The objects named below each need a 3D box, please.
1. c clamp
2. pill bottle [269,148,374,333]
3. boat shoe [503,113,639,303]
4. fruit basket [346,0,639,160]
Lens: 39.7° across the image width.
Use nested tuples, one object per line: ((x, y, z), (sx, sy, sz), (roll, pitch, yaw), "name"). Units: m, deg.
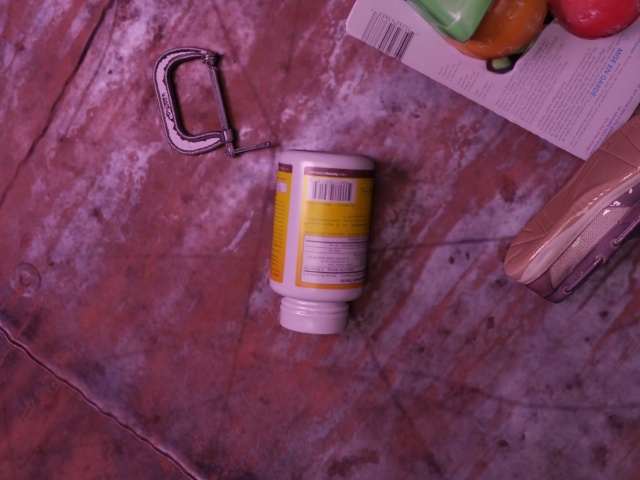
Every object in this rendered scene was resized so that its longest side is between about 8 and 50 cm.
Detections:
((-0.147, -0.178, 1.142), (0.137, 0.022, 0.160), (-17, 93, 20), "c clamp")
((0.000, 0.000, 1.073), (0.117, 0.117, 0.215), (7, 98, 13), "pill bottle")
((0.334, -0.041, 1.001), (0.092, 0.103, 0.285), (37, 109, -17), "boat shoe")
((0.248, -0.298, 0.968), (0.353, 0.165, 0.327), (22, 105, -21), "fruit basket")
